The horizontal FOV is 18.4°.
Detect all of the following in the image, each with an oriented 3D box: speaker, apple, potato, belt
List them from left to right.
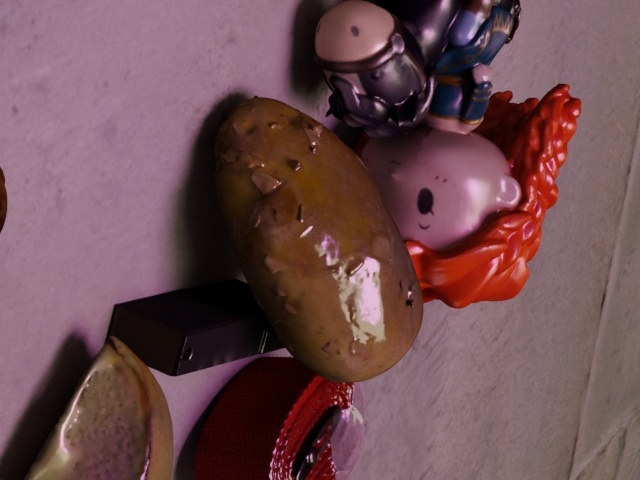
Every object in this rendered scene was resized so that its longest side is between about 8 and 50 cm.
[{"bbox_3d":[-0.196,0.235,1.731,0.265,0.120,0.193,-61,166,-12],"label":"apple"},{"bbox_3d":[-0.104,0.080,1.831,0.218,0.082,0.044,-12,120,-63],"label":"speaker"},{"bbox_3d":[-0.046,0.200,2.006,0.201,0.124,0.128,-52,132,-44],"label":"belt"},{"bbox_3d":[0.000,0.000,1.829,0.296,0.141,0.191,57,29,-20],"label":"potato"}]

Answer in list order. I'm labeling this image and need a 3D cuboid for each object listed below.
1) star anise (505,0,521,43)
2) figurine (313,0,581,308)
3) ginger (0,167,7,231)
[{"bbox_3d":[0.215,-0.322,2.214,0.157,0.053,0.212,-45,144,-41],"label":"star anise"},{"bbox_3d":[0.118,-0.134,1.987,0.306,0.241,0.412,-59,146,-41],"label":"figurine"},{"bbox_3d":[-0.335,0.062,1.221,0.418,0.176,0.254,-10,112,-69],"label":"ginger"}]
